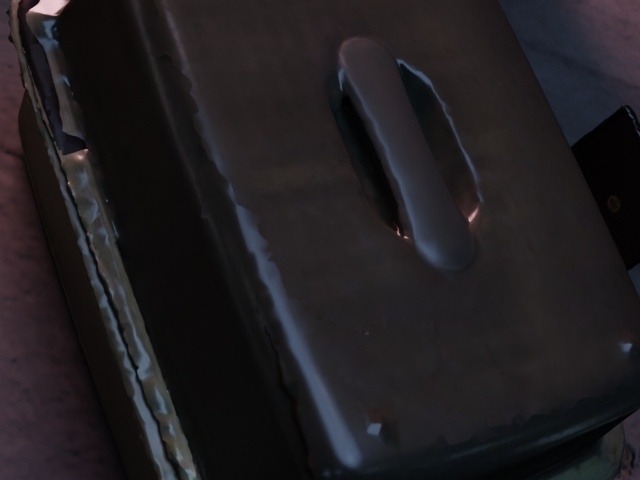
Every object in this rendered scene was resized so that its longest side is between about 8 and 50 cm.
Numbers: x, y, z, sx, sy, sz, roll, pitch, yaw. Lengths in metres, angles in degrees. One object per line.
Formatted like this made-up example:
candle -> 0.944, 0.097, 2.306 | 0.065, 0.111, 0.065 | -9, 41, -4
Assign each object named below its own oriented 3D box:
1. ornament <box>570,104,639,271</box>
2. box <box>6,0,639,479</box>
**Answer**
ornament -> 0.246, -0.025, 0.696 | 0.203, 0.088, 0.081 | 0, 68, -29
box -> 0.000, 0.000, 0.505 | 0.221, 0.166, 0.290 | -13, 72, -31
